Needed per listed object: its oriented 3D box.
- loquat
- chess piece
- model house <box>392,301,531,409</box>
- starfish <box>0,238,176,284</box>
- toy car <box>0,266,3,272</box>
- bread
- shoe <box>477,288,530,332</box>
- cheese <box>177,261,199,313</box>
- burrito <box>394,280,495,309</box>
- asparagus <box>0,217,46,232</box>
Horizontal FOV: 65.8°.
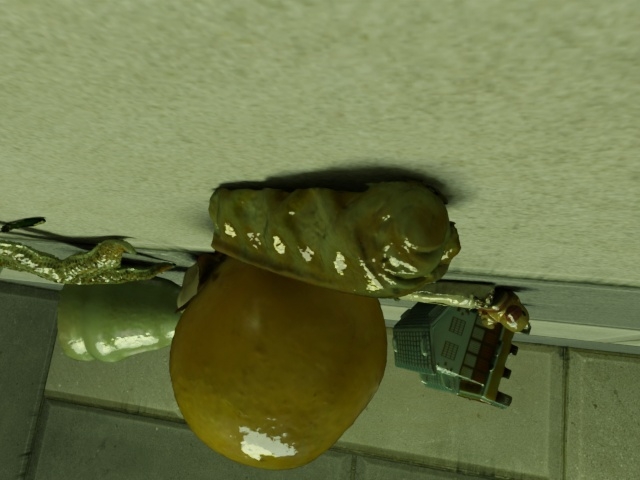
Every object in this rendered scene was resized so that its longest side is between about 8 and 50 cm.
[{"bbox_3d":[-0.052,0.119,0.607,0.275,0.274,0.275,7,169,1],"label":"loquat"},{"bbox_3d":[-0.310,0.166,1.094,0.442,0.234,0.234,4,168,2],"label":"chess piece"},{"bbox_3d":[0.282,0.222,1.041,0.215,0.198,0.224,21,168,-5],"label":"model house"},{"bbox_3d":[-0.460,0.039,0.890,0.358,0.078,0.347,2,174,3],"label":"starfish"},{"bbox_3d":[-0.755,0.038,1.034,0.112,0.112,0.139,20,162,16],"label":"toy car"},{"bbox_3d":[0.000,0.000,0.424,0.232,0.088,0.128,4,161,39],"label":"bread"},{"bbox_3d":[0.305,0.115,0.831,0.069,0.072,0.109,48,154,-7],"label":"shoe"},{"bbox_3d":[-0.158,0.100,0.908,0.218,0.117,0.235,4,166,26],"label":"cheese"},{"bbox_3d":[0.191,0.085,0.822,0.186,0.041,0.045,4,151,26],"label":"burrito"},{"bbox_3d":[-0.448,-0.023,0.740,0.166,0.013,0.016,-4,132,40],"label":"asparagus"}]
